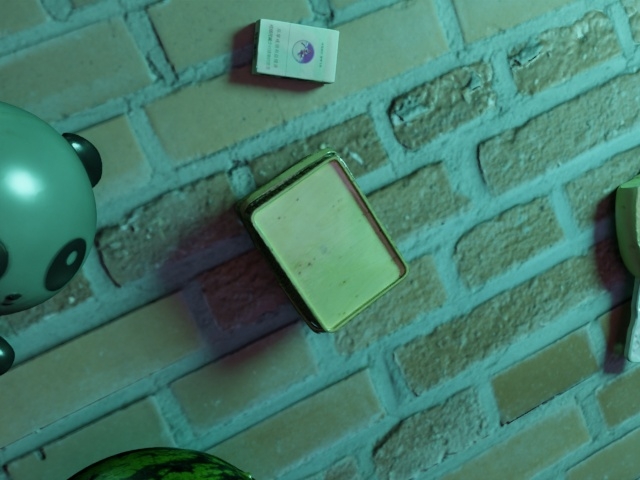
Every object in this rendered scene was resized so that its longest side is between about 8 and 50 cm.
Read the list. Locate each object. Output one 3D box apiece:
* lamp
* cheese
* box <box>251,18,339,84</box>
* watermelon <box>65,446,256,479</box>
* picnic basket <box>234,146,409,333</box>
[{"bbox_3d":[-0.292,0.003,0.591,0.198,0.198,0.244,24,105,-21],"label":"lamp"},{"bbox_3d":[0.410,0.027,0.902,0.127,0.050,0.255,6,96,-20],"label":"cheese"},{"bbox_3d":[-0.025,-0.189,0.735,0.083,0.024,0.054,4,95,-19],"label":"box"},{"bbox_3d":[-0.139,0.324,0.634,0.285,0.285,0.285,-3,99,-19],"label":"watermelon"},{"bbox_3d":[0.000,0.000,0.740,0.115,0.079,0.164,-34,107,-10],"label":"picnic basket"}]
